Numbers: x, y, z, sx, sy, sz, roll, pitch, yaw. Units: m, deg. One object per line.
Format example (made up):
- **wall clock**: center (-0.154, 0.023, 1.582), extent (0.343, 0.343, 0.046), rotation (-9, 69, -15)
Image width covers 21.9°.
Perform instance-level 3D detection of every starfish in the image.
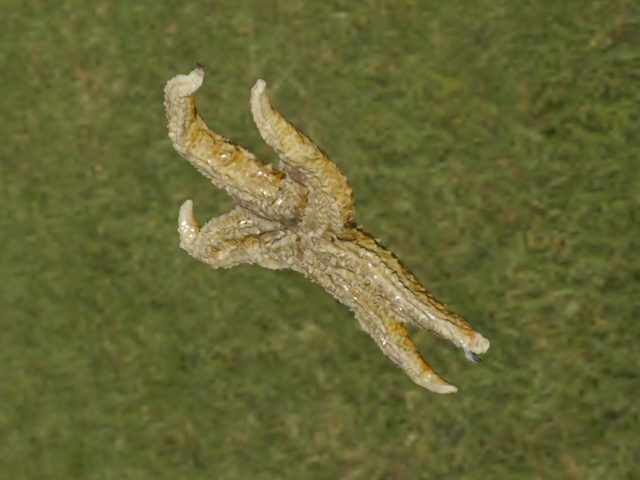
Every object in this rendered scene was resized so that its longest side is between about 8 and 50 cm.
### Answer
- **starfish**: center (0.003, -0.003, 1.186), extent (0.302, 0.060, 0.299), rotation (39, 156, -2)
